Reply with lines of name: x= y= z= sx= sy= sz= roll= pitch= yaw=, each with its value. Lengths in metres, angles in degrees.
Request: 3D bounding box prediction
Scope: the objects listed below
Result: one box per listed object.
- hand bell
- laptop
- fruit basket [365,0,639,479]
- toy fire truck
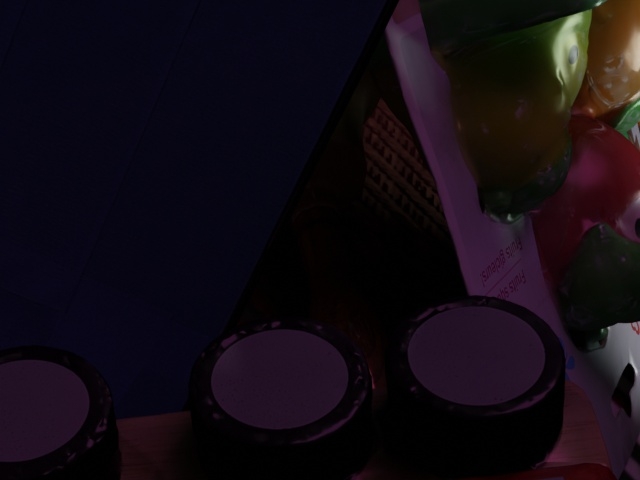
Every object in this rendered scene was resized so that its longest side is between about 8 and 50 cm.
hand bell: x=0.000 y=0.000 z=0.812 sx=0.126 sy=0.126 sz=0.242 roll=12 pitch=43 yaw=-28
laptop: x=-0.188 y=-0.100 z=0.482 sx=0.236 sy=0.382 sz=0.408 roll=40 pitch=30 yaw=25
fruit basket: x=0.128 y=-0.063 z=0.832 sx=0.327 sy=0.165 sz=0.353 roll=-36 pitch=104 yaw=-60
toy fire truck: x=-0.006 y=0.162 z=0.466 sx=0.217 sy=0.158 sz=0.246 roll=-6 pitch=41 yaw=-4
